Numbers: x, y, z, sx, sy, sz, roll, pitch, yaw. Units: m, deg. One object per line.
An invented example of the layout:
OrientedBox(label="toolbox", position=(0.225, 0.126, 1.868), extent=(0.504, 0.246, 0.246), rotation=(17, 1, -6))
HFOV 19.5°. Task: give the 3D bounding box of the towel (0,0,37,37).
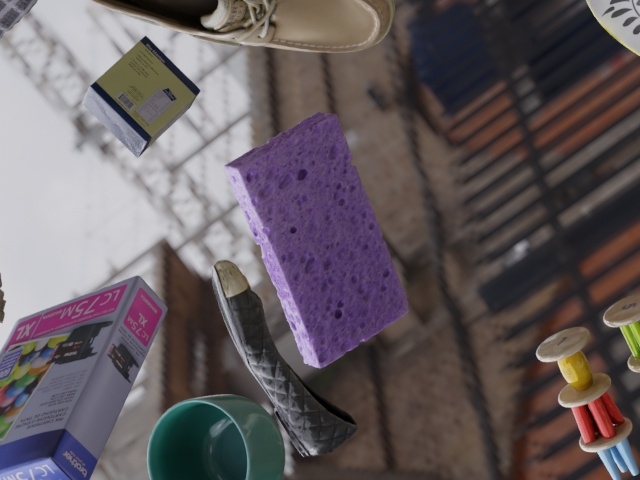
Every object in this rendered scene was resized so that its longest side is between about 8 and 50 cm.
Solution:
OrientedBox(label="towel", position=(-0.326, -0.153, 1.223), extent=(0.121, 0.284, 0.235), rotation=(50, -172, 16))

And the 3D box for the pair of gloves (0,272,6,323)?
OrientedBox(label="pair of gloves", position=(-0.501, 0.117, 2.414), extent=(0.204, 0.042, 0.240), rotation=(16, -124, -30))

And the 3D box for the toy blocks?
OrientedBox(label="toy blocks", position=(0.281, 0.138, 1.706), extent=(0.148, 0.123, 0.054), rotation=(63, -178, -16))

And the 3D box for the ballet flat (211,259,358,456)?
OrientedBox(label="ballet flat", position=(-0.031, 0.083, 1.374), extent=(0.173, 0.049, 0.057), rotation=(61, 179, -21))

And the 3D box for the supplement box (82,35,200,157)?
OrientedBox(label="supplement box", position=(-0.184, -0.148, 1.919), extent=(0.083, 0.083, 0.056), rotation=(45, 158, -1))

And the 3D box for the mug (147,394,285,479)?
OrientedBox(label="mug", position=(-0.111, 0.234, 1.964), extent=(0.097, 0.158, 0.129), rotation=(-2, -124, -59))

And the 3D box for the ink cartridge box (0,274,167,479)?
OrientedBox(label="ink cartridge box", position=(-0.283, 0.179, 1.877), extent=(0.065, 0.186, 0.311), rotation=(49, -141, -28))

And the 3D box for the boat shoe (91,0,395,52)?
OrientedBox(label="boat shoe", position=(-0.079, -0.225, 1.740), extent=(0.302, 0.109, 0.098), rotation=(14, -148, -7))

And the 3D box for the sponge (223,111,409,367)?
OrientedBox(label="sponge", position=(0.000, 0.000, 1.710), extent=(0.031, 0.117, 0.210), rotation=(7, 124, 54))

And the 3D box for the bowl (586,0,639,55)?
OrientedBox(label="bowl", position=(0.252, -0.179, 1.153), extent=(0.080, 0.170, 0.170), rotation=(97, 159, -44))
